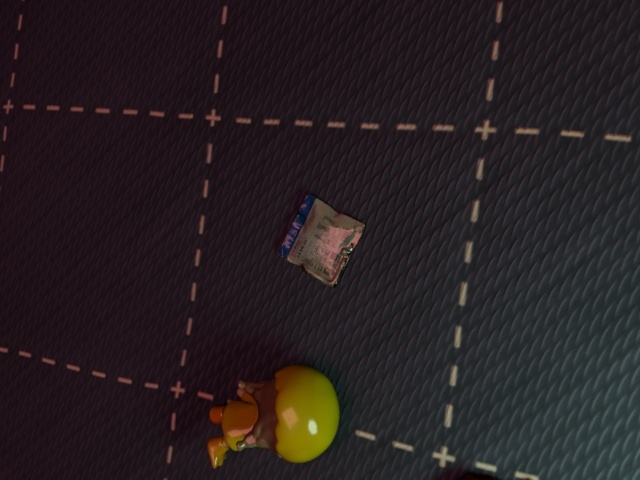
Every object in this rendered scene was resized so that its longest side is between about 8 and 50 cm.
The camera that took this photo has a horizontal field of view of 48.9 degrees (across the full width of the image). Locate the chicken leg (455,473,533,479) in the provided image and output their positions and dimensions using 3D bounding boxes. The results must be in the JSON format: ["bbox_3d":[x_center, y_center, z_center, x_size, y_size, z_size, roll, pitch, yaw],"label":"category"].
[{"bbox_3d":[0.329,0.542,1.474,0.253,0.051,0.106,-28,83,19],"label":"chicken leg"}]

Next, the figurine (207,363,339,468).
[{"bbox_3d":[-0.114,0.414,1.613,0.343,0.187,0.215,-23,66,27],"label":"figurine"}]

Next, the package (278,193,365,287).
[{"bbox_3d":[0.000,0.000,1.661,0.173,0.027,0.171,31,103,23],"label":"package"}]
